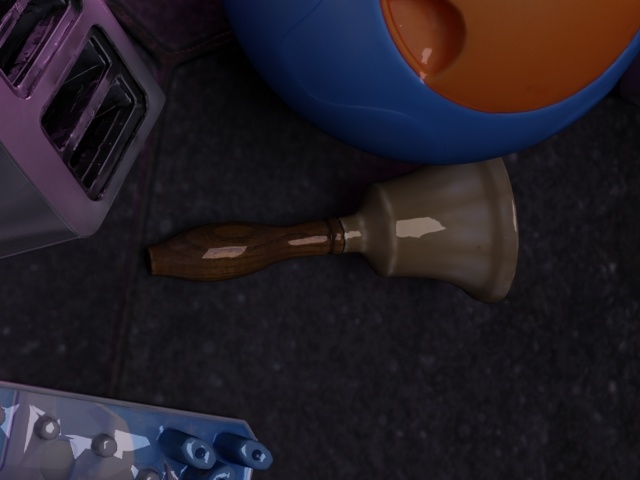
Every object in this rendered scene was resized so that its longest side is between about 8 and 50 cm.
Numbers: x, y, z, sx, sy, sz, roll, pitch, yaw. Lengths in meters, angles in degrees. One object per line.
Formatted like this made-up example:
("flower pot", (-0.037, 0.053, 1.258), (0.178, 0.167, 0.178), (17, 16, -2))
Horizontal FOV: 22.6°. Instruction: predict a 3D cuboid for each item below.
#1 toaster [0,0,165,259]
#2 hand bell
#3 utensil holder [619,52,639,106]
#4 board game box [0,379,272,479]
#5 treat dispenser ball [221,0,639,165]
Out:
("toaster", (-0.190, -0.091, 0.905), (0.168, 0.110, 0.186), (58, 36, -32))
("hand bell", (0.000, 0.000, 1.096), (0.242, 0.126, 0.126), (-9, 98, -17))
("utensil holder", (0.400, -0.273, 1.173), (0.327, 0.327, 0.386), (7, 92, -31))
("board game box", (-0.234, 0.280, 0.990), (0.390, 0.050, 0.390), (13, 87, -31))
("treat dispenser ball", (0.076, -0.191, 1.002), (0.288, 0.288, 0.288), (-2, 95, -31))
